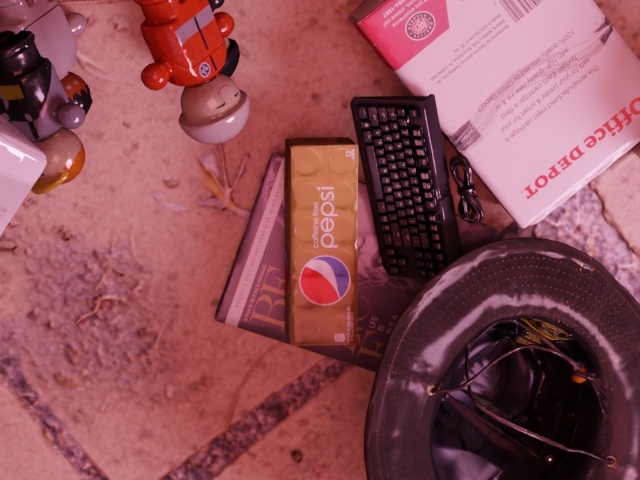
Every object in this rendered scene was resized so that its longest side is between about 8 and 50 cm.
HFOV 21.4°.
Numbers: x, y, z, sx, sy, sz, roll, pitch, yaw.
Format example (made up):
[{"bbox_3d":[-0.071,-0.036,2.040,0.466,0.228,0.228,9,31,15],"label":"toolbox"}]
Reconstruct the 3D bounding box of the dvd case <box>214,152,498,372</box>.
[{"bbox_3d":[0.033,0.031,1.559,0.221,0.018,0.164,19,98,-9],"label":"dvd case"}]

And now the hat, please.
[{"bbox_3d":[0.153,0.161,1.531,0.331,0.134,0.331,-1,92,-26],"label":"hat"}]

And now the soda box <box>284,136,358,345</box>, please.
[{"bbox_3d":[0.000,0.000,1.510,0.061,0.058,0.181,-1,100,-6],"label":"soda box"}]

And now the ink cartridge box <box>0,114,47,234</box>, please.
[{"bbox_3d":[-0.375,-0.029,1.375,0.066,0.296,0.261,27,98,-46],"label":"ink cartridge box"}]

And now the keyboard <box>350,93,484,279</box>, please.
[{"bbox_3d":[0.088,-0.044,1.483,0.108,0.023,0.180,2,122,25],"label":"keyboard"}]

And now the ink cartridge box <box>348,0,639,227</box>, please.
[{"bbox_3d":[0.166,-0.157,1.496,0.172,0.100,0.237,-39,101,3],"label":"ink cartridge box"}]

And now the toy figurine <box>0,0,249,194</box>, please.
[{"bbox_3d":[-0.169,-0.148,1.411,0.210,0.213,0.148,-21,118,1],"label":"toy figurine"}]

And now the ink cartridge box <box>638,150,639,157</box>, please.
[{"bbox_3d":[0.384,-0.069,1.482,0.153,0.208,0.086,19,101,-8],"label":"ink cartridge box"}]
